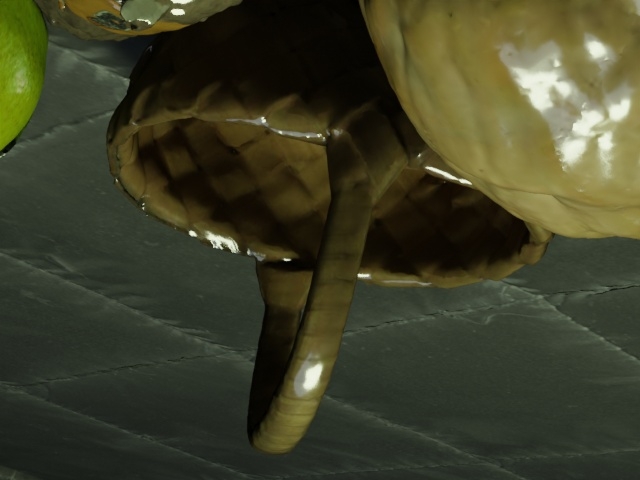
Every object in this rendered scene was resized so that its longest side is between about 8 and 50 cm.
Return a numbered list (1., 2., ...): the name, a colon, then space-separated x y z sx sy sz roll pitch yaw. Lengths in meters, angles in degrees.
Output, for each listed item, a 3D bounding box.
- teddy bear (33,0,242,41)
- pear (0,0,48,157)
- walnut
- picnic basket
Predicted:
1. teddy bear: -0.117 -0.184 1.008 0.177 0.140 0.190 17 166 -25
2. pear: -0.345 -0.148 1.161 0.292 0.159 0.292 8 156 4
3. walnut: 0.154 -0.151 0.770 0.296 0.285 0.285 -44 137 13
4. picnic basket: 0.000 0.000 1.164 0.337 0.337 0.293 13 159 -8
